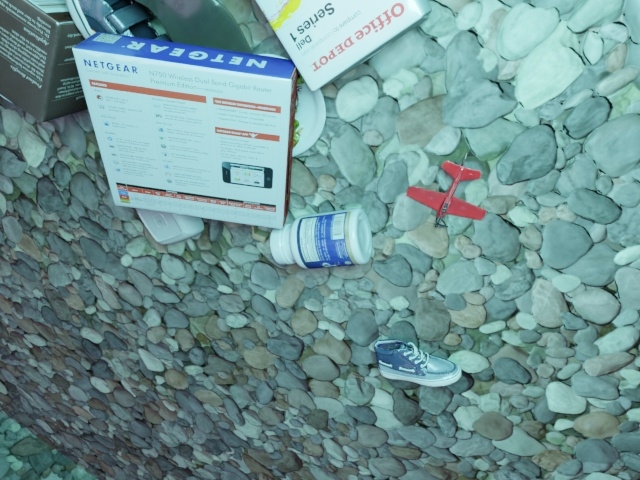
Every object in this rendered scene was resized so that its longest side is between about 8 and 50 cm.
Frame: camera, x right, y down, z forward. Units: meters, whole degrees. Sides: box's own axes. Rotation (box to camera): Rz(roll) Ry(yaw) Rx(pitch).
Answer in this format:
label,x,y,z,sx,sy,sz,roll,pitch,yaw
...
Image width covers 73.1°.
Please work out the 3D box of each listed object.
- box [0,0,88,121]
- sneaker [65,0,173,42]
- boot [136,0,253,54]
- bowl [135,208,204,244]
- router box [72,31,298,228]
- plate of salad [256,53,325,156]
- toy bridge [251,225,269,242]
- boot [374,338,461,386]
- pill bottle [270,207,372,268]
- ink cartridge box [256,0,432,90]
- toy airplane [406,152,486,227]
label,x,y,z,sx,sy,sz,roll,pitch,yaw
box,-0.510,-0.367,0.809,0.168,0.167,0.203,36,124,-3
sneaker,-0.325,-0.347,0.776,0.127,0.126,0.321,4,134,20
boot,-0.222,-0.391,0.726,0.112,0.115,0.305,-34,128,18
bowl,-0.358,-0.054,1.003,0.142,0.053,0.142,-15,114,27
router box,-0.216,-0.178,0.765,0.335,0.082,0.301,9,132,0
plate of salad,-0.091,-0.233,0.787,0.200,0.048,0.200,6,131,7
toy bridge,-0.131,-0.081,0.921,0.063,0.026,0.188,21,123,10
boot,0.214,0.270,0.970,0.190,0.069,0.086,-4,119,24
pill bottle,0.000,0.000,0.868,0.187,0.112,0.112,-6,116,23
ink cartridge box,0.008,-0.399,0.634,0.201,0.117,0.278,-25,108,30
toy airplane,0.238,-0.085,0.784,0.151,0.028,0.151,8,121,13
